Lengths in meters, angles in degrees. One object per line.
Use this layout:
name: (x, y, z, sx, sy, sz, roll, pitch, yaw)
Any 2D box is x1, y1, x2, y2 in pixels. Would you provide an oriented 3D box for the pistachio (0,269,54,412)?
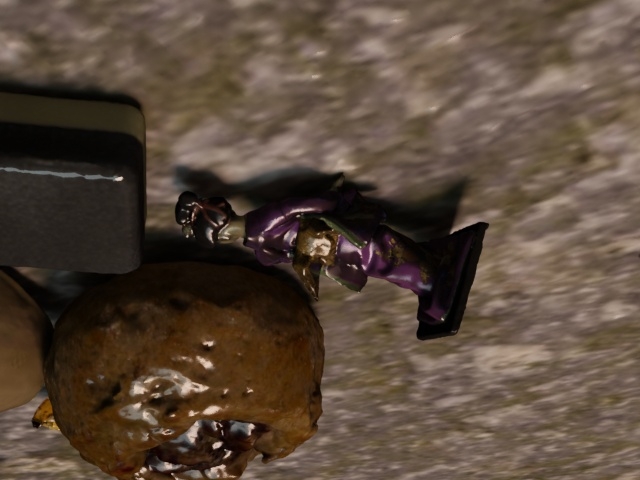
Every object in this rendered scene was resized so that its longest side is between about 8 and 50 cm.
pistachio: (-0.289, 0.064, 0.609, 0.130, 0.131, 0.206, 30, 176, 35)

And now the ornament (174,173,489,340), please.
ornament: (0.002, 0.002, 0.567, 0.203, 0.088, 0.081, 15, 167, 0)

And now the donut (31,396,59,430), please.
donut: (-0.229, 0.171, 0.796, 0.083, 0.067, 0.038, -32, 164, -12)

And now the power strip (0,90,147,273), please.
power strip: (-0.237, -0.041, 0.500, 0.257, 0.070, 0.105, 4, 141, -9)

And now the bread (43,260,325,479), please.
bread: (-0.101, 0.117, 0.652, 0.230, 0.123, 0.230, -9, 141, -7)
